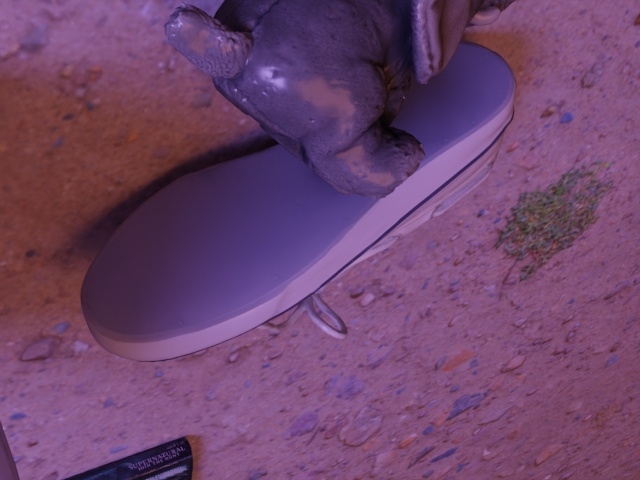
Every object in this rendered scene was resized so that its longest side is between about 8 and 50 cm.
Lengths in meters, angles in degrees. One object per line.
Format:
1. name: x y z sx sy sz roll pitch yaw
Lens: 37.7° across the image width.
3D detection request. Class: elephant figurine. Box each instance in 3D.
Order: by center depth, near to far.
1. elephant figurine: 0.044 -0.160 0.590 0.169 0.186 0.239 40 92 -10

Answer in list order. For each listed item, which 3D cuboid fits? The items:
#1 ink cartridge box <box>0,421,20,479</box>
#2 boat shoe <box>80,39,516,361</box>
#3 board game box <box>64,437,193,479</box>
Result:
1. ink cartridge box: -0.256 0.082 0.455 0.131 0.306 0.226 -7 135 -34
2. boat shoe: -0.004 -0.006 0.730 0.367 0.136 0.156 -36 149 -17
3. board game box: -0.218 0.270 0.937 0.186 0.026 0.126 -15 139 -26
